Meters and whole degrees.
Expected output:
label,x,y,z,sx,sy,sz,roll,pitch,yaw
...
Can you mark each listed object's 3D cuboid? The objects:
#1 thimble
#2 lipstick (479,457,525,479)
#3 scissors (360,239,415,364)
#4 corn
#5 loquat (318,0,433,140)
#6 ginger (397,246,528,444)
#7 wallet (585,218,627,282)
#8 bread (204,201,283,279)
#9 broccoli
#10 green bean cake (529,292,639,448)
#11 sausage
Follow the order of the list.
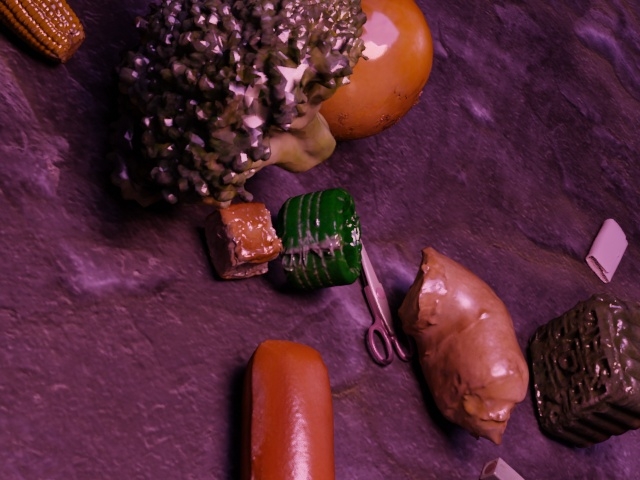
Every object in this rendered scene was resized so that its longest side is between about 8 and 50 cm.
label,x,y,z,sx,sy,sz,roll,pitch,yaw
thimble,0.000,0.000,1.312,0.130,0.090,0.118,-57,137,-69
lipstick,0.267,0.339,1.393,0.129,0.030,0.030,42,44,-11
scissors,0.075,0.079,1.401,0.085,0.022,0.176,-4,69,-46
corn,-0.366,-0.304,1.226,0.231,0.080,0.080,44,44,-9
loquat,0.032,-0.247,1.428,0.235,0.235,0.235,21,52,-30
ginger,0.186,0.135,1.379,0.152,0.138,0.267,-16,71,-41
wallet,0.487,0.017,1.795,0.061,0.025,0.122,53,42,-11
bread,-0.096,0.002,1.271,0.070,0.077,0.083,-9,71,-31
broccoli,-0.104,-0.181,1.211,0.324,0.272,0.334,-28,38,-23
green bean cake,0.381,0.181,1.489,0.094,0.173,0.181,19,54,-29
sausage,-0.035,0.237,1.150,0.105,0.105,0.274,19,53,-31
